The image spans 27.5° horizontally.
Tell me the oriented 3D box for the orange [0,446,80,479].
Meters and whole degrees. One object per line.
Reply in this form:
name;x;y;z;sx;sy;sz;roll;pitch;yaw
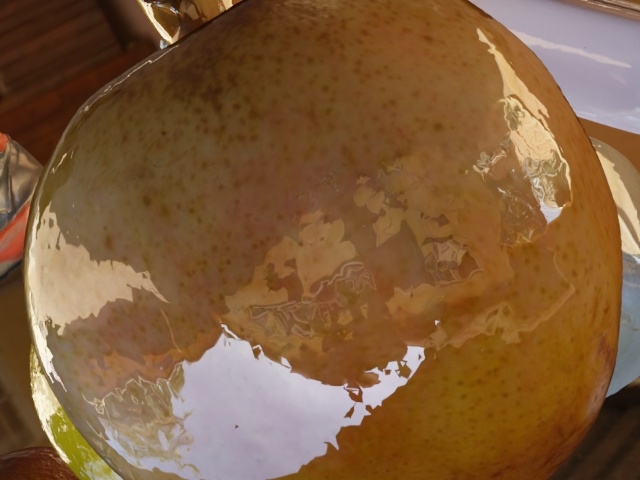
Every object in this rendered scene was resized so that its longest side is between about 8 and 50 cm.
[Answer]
orange;-0.331;0.374;1.548;0.264;0.264;0.264;-26;-168;6

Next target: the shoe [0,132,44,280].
shoe;-0.398;0.000;1.255;0.132;0.171;0.336;-1;-140;50

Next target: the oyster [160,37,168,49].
oyster;-0.089;-0.143;1.074;0.098;0.100;0.037;6;-165;-3

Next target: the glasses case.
glasses case;0.260;-0.182;1.284;0.297;0.113;0.075;25;-146;36

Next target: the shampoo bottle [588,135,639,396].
shampoo bottle;0.251;0.030;1.543;0.322;0.322;0.317;-25;-144;7

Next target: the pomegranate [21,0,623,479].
pomegranate;0.000;0.000;0.662;0.319;0.319;0.319;-26;-168;6

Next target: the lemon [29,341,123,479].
lemon;-0.150;0.127;1.210;0.236;0.236;0.263;-23;-134;20
